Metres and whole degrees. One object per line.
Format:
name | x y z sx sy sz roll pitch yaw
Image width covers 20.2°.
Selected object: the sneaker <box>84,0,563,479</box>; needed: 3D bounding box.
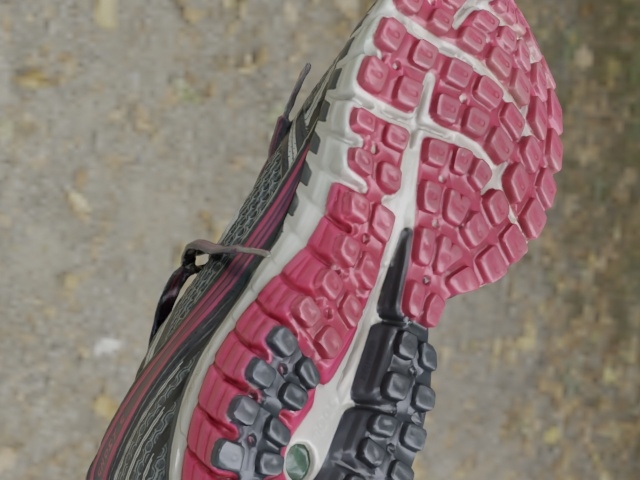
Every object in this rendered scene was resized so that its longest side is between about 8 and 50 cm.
sneaker | 0.000 0.000 0.727 0.121 0.112 0.299 48 58 -29
